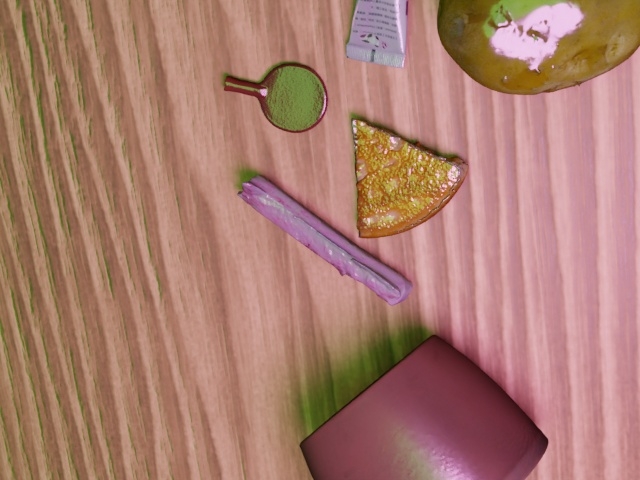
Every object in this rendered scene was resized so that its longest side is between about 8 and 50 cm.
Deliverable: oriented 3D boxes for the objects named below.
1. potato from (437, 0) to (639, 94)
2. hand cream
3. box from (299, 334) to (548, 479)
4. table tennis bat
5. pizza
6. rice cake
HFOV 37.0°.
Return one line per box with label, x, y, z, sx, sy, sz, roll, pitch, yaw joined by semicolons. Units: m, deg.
potato;0.270;-0.272;1.167;0.253;0.148;0.186;7;122;7
hand cream;0.089;-0.392;1.236;0.085;0.058;0.331;14;111;18
box;0.130;0.280;1.294;0.301;0.301;0.216;-41;82;23
table tennis bat;-0.064;-0.207;1.358;0.155;0.019;0.098;14;109;11
pizza;0.091;-0.091;1.330;0.176;0.036;0.184;46;115;4
rice cake;0.002;0.001;1.360;0.290;0.081;0.051;35;99;6
